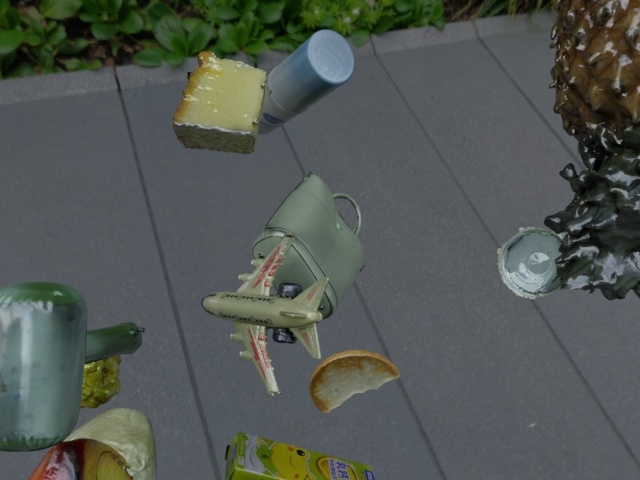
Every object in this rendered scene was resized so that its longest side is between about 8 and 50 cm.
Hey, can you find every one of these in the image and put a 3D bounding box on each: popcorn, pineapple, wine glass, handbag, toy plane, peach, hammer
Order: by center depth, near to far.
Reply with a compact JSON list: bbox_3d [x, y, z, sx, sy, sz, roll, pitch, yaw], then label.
[{"bbox_3d":[0.294,-0.124,0.452,0.201,0.202,0.363,14,89,0],"label":"pineapple"},{"bbox_3d":[-0.344,0.162,0.745,0.118,0.335,0.207,2,87,9],"label":"hammer"},{"bbox_3d":[-0.092,0.109,0.796,0.104,0.256,0.242,11,82,-42],"label":"toy plane"},{"bbox_3d":[-0.387,0.425,0.810,0.153,0.268,0.159,-21,22,1],"label":"peach"},{"bbox_3d":[0.000,0.000,1.018,0.241,0.109,0.315,59,31,-16],"label":"handbag"},{"bbox_3d":[0.492,0.044,1.095,0.321,0.143,0.143,0,48,-54],"label":"wine glass"},{"bbox_3d":[-0.632,0.365,1.384,0.155,0.198,0.198,-8,55,14],"label":"popcorn"}]

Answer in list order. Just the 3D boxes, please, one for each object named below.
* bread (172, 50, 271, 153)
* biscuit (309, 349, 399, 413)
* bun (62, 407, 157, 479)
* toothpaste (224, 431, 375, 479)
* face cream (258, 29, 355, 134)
[{"bbox_3d":[-0.090,-0.142,0.493,0.084,0.080,0.109,9,81,-7],"label":"bread"},{"bbox_3d":[0.087,0.446,1.669,0.308,0.205,0.040,-31,27,15],"label":"biscuit"},{"bbox_3d":[-0.587,0.622,1.344,0.227,0.352,0.350,20,75,-36],"label":"bun"},{"bbox_3d":[-0.039,0.496,1.050,0.327,0.077,0.110,20,12,-12],"label":"toothpaste"},{"bbox_3d":[-0.045,-0.229,0.772,0.077,0.250,0.078,4,83,-29],"label":"face cream"}]
